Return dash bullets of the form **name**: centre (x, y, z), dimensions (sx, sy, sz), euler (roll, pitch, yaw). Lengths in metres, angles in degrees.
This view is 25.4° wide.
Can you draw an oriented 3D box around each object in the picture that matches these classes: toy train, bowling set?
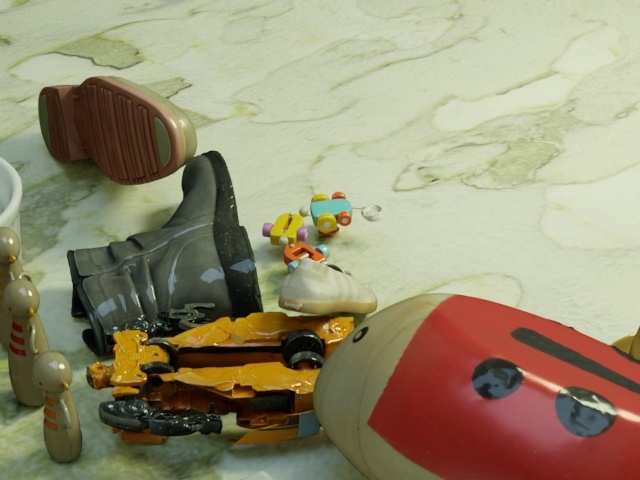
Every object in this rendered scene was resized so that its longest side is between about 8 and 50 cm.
- **toy train**: centre (0.000, 0.000, 1.788), dimensions (0.125, 0.046, 0.166), euler (26, 44, 34)
- **bowling set**: centre (-0.374, 0.122, 1.497), dimensions (0.200, 0.154, 0.287), euler (-15, 34, -22)

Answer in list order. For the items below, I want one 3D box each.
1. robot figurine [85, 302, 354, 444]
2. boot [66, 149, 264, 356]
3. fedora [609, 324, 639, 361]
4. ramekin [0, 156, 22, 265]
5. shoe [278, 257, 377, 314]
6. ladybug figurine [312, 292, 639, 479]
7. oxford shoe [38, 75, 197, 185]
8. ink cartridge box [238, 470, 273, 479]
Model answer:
- **robot figurine**: centre (-0.102, 0.149, 1.513), dimensions (0.291, 0.085, 0.211), euler (-3, 32, -4)
- **boot**: centre (-0.205, 0.002, 1.733), dimensions (0.223, 0.118, 0.338), euler (-12, 28, -6)
- **fedora**: centre (0.394, 0.132, 1.529), dimensions (0.194, 0.079, 0.194), euler (-1, 31, 1)
- **ramekin**: centre (-0.490, 0.004, 1.708), dimensions (0.277, 0.135, 0.277), euler (-1, 33, 1)
- **shoe**: centre (0.015, 0.051, 1.603), dimensions (0.077, 0.058, 0.219), euler (5, 0, 19)
- **ladybug figurine**: centre (0.209, 0.177, 1.321), dimensions (0.449, 0.162, 0.305), euler (24, 21, 19)
- **oxford shoe**: centre (-0.248, -0.165, 1.907), dimensions (0.146, 0.140, 0.397), euler (-14, 19, -29)
- **ink cartridge box**: centre (-0.100, 0.313, 1.116), dimensions (0.275, 0.060, 0.239), euler (-20, 33, -26)
